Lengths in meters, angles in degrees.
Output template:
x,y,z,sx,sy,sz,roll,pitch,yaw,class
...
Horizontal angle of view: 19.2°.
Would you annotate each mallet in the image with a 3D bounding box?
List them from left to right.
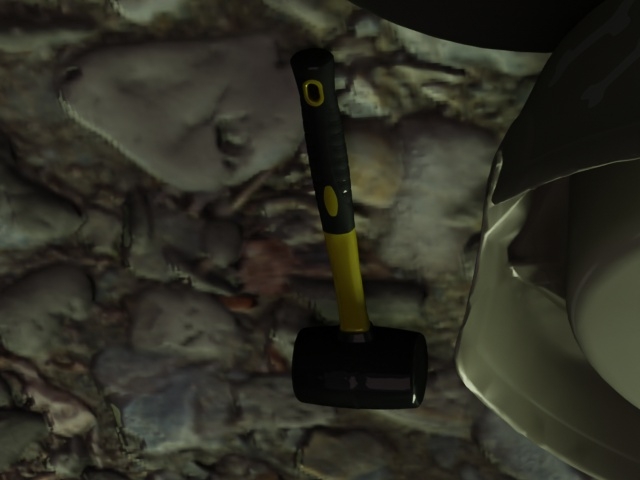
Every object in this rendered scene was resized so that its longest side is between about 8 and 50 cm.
x,y,z,sx,sy,sz,roll,pitch,yaw,class
0.000,0.000,0.843,0.062,0.039,0.189,-5,125,18,mallet

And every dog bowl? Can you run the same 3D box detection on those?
x,y,z,sx,sy,sz,roll,pitch,yaw,class
0.220,0.015,0.695,0.349,0.102,0.349,14,154,7,dog bowl

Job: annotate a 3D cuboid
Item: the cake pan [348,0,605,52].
x,y,z,sx,sy,sz,roll,pitch,yaw,class
0.077,-0.182,0.652,0.293,0.054,0.293,5,132,6,cake pan
